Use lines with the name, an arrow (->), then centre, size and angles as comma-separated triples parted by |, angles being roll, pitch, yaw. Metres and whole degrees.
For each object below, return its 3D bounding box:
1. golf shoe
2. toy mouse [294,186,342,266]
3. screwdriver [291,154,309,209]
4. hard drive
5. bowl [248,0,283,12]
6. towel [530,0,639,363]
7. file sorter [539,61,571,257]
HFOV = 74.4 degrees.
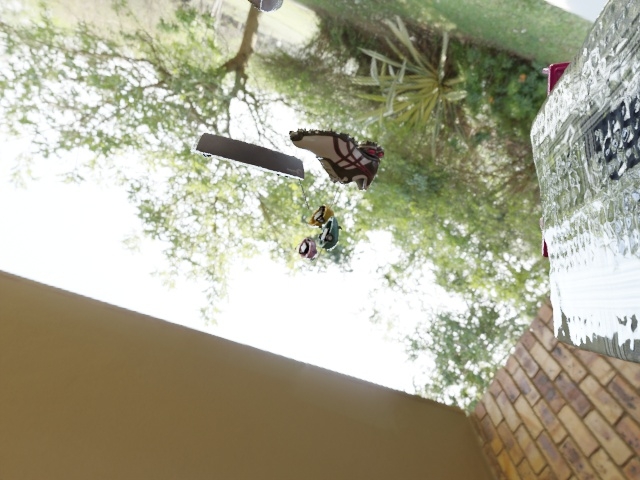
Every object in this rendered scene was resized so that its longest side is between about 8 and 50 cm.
golf shoe -> 0.042, -0.193, 0.995 | 0.273, 0.120, 0.105 | 8, -172, -38
toy mouse -> 0.000, 0.000, 0.807 | 0.031, 0.161, 0.143 | 26, -140, -26
screwdriver -> -0.063, -0.168, 1.235 | 0.025, 0.170, 0.024 | -13, 174, -3
hard drive -> -0.173, -0.202, 1.012 | 0.254, 0.054, 0.172 | 12, -174, -22
bowl -> -0.146, -0.572, 0.914 | 0.142, 0.053, 0.142 | 40, 165, -4
towel -> 0.283, -0.044, 0.407 | 0.056, 0.312, 0.324 | -4, 171, 11
file sorter -> 0.461, -0.142, 0.673 | 0.202, 0.291, 0.182 | -1, -159, 21
